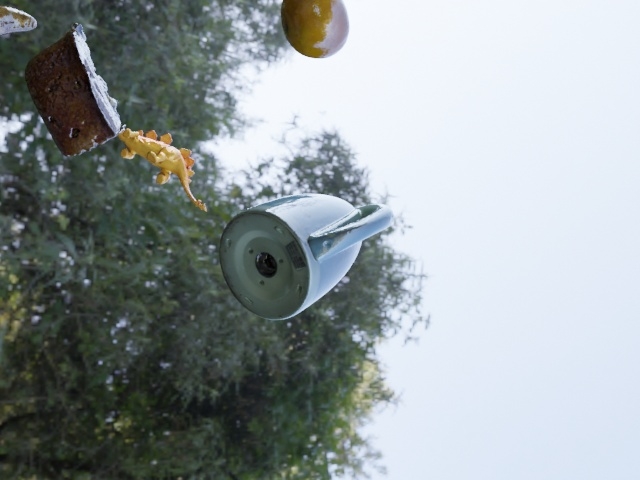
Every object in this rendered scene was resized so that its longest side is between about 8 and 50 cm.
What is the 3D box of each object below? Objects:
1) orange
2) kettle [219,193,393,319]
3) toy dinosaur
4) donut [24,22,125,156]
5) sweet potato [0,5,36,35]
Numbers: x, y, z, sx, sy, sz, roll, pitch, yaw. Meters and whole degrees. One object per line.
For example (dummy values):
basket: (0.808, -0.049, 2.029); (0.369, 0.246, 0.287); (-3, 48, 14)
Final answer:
orange: (-0.014, -0.427, 1.580); (0.156, 0.124, 0.156); (59, -10, 17)
kettle: (0.000, 0.000, 1.827); (0.319, 0.342, 0.247); (-12, -81, 38)
toy dinosaur: (-0.325, -0.173, 1.717); (0.288, 0.117, 0.070); (38, -56, 3)
donut: (-0.403, -0.240, 1.324); (0.126, 0.187, 0.144); (-29, -164, 1)
sweet potato: (-0.796, -0.491, 1.849); (0.097, 0.291, 0.097); (180, -90, -88)
